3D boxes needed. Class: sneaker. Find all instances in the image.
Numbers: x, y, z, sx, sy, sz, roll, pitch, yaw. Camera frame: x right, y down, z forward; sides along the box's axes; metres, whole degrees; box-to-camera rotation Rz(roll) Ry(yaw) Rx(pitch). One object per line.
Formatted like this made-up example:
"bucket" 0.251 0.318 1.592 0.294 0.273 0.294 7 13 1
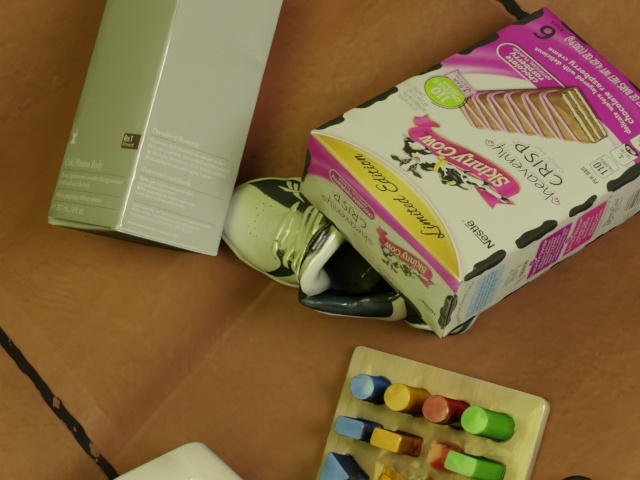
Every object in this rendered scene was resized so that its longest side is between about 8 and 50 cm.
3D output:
"sneaker" 0.000 0.000 1.264 0.235 0.153 0.094 28 91 26

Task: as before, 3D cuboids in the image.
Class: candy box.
"candy box" 0.124 -0.055 1.194 0.233 0.071 0.159 -31 63 -28

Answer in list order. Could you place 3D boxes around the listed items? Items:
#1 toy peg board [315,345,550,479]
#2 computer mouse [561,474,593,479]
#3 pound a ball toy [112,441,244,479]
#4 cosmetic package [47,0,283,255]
"toy peg board" 0.064 0.170 1.244 0.161 0.079 0.161 15 86 25
"computer mouse" 0.161 0.285 1.207 0.071 0.041 0.242 20 95 34
"pound a ball toy" -0.013 0.256 1.186 0.319 0.136 0.208 37 131 34
"cosmetic package" -0.122 -0.114 1.350 0.127 0.107 0.238 5 83 54
